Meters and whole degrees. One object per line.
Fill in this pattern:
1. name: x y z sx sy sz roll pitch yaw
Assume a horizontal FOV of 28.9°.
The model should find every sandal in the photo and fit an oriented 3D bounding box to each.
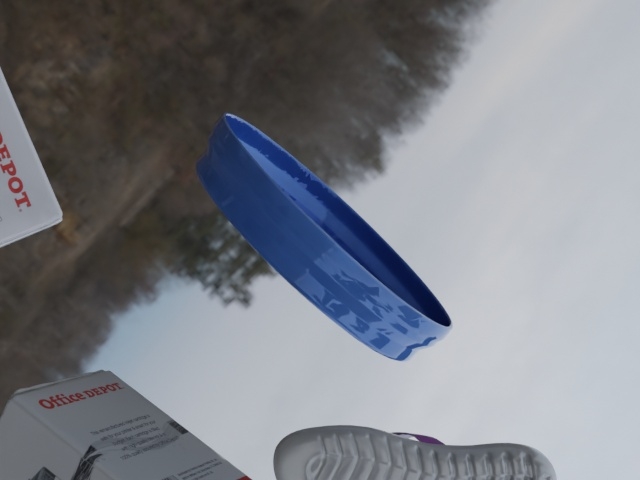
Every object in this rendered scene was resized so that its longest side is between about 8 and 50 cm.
1. sandal: 0.134 0.346 1.826 0.102 0.416 0.169 -96 -165 -71

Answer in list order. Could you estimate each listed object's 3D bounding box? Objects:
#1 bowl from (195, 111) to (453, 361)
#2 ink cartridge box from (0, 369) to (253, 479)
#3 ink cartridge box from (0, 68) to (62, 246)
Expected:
1. bowl: 0.000 0.000 1.550 0.077 0.391 0.391 -47 -174 8
2. ink cartridge box: -0.201 0.269 1.324 0.114 0.273 0.197 -59 162 13
3. ink cartridge box: -0.396 -0.057 1.104 0.278 0.201 0.117 -24 -174 -17
